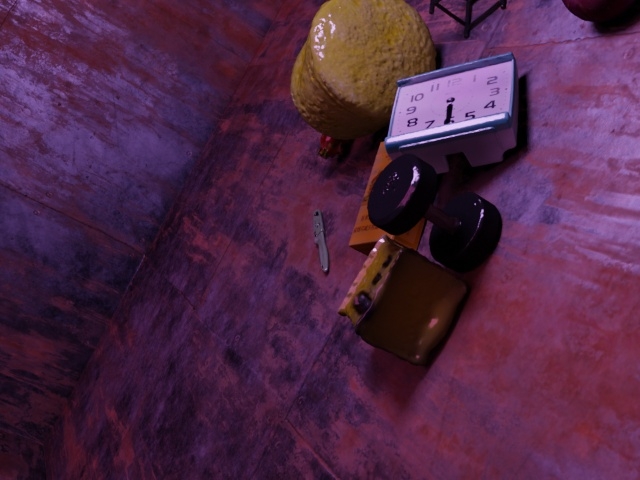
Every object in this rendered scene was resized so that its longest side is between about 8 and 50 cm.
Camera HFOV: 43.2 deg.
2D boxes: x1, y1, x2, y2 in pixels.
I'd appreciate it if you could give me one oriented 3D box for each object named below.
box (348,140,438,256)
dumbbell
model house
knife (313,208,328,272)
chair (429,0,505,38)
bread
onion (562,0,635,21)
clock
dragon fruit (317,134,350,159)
[{"bbox_3d":[0.174,-0.104,1.823,0.174,0.076,0.274,-9,59,57],"label":"box"},{"bbox_3d":[0.212,-0.050,1.528,0.152,0.218,0.152,-44,30,34],"label":"dumbbell"},{"bbox_3d":[0.148,0.108,1.583,0.193,0.175,0.234,-61,13,2],"label":"model house"},{"bbox_3d":[-0.002,-0.001,2.155,0.043,0.020,0.293,-51,25,26],"label":"knife"},{"bbox_3d":[0.370,-0.654,1.986,0.154,0.141,0.260,-32,39,47],"label":"chair"},{"bbox_3d":[0.091,-0.431,2.059,0.308,0.348,0.348,-33,36,59],"label":"bread"},{"bbox_3d":[0.520,-0.493,1.492,0.177,0.153,0.177,-22,59,42],"label":"onion"},{"bbox_3d":[0.281,-0.257,1.680,0.262,0.116,0.231,-9,45,24],"label":"clock"},{"bbox_3d":[0.036,-0.276,2.300,0.116,0.081,0.086,-52,1,-9],"label":"dragon fruit"}]
